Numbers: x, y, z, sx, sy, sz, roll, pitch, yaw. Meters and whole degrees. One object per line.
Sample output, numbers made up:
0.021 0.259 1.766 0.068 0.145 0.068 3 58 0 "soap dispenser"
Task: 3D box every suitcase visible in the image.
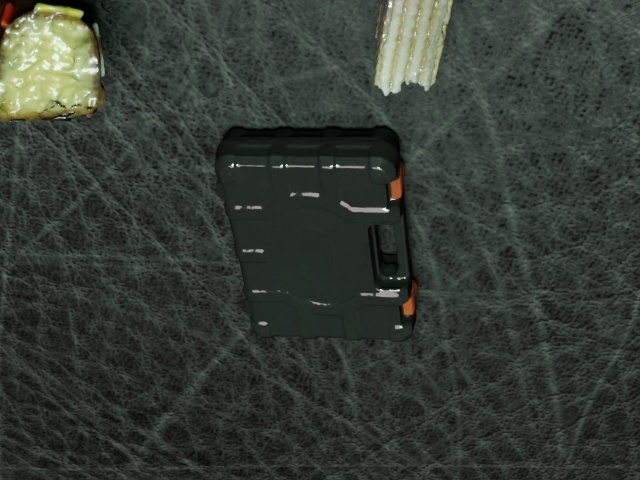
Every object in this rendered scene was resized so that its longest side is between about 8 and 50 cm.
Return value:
0.000 0.000 1.424 0.206 0.066 0.285 1 132 11 "suitcase"

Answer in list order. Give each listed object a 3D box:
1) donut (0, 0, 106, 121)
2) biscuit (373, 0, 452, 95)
-0.391 -0.192 1.194 0.259 0.345 0.136 36 121 37 "donut"
0.094 -0.253 1.147 0.062 0.108 0.239 8 132 -3 "biscuit"
